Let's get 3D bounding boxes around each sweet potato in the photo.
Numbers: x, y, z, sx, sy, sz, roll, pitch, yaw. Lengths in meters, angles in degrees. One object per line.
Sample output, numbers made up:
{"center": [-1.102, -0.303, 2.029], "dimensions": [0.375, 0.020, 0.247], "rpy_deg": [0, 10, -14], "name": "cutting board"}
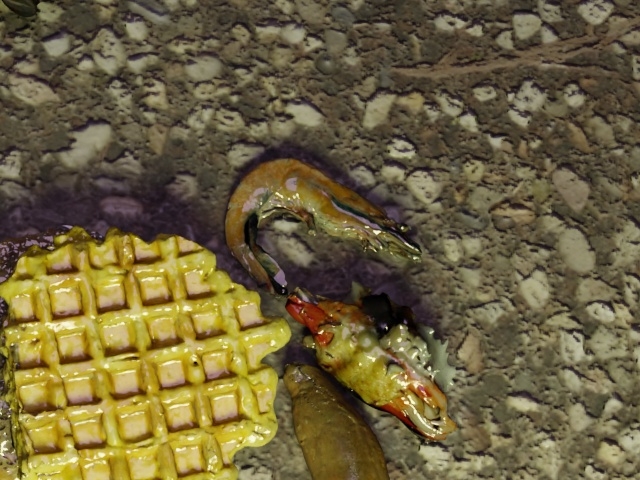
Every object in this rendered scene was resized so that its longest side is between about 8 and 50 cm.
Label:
{"center": [0.018, 0.255, 1.274], "dimensions": [0.112, 0.085, 0.286], "rpy_deg": [-11, 74, -8], "name": "sweet potato"}

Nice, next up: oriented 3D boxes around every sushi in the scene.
{"center": [0.063, 0.115, 1.320], "dimensions": [0.226, 0.097, 0.103], "rpy_deg": [36, 67, 1], "name": "sushi"}

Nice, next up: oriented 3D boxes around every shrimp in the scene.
{"center": [0.000, 0.000, 1.373], "dimensions": [0.219, 0.046, 0.152], "rpy_deg": [24, 69, 3], "name": "shrimp"}

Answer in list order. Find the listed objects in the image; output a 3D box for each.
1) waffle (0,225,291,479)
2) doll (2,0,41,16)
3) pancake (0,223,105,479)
{"center": [-0.189, 0.138, 1.244], "dimensions": [0.307, 0.060, 0.312], "rpy_deg": [23, 69, -3], "name": "waffle"}
{"center": [-0.314, -0.374, 1.407], "dimensions": [0.182, 0.117, 0.257], "rpy_deg": [20, 73, 3], "name": "doll"}
{"center": [-0.259, 0.124, 1.289], "dimensions": [0.282, 0.049, 0.283], "rpy_deg": [3, 75, -10], "name": "pancake"}
